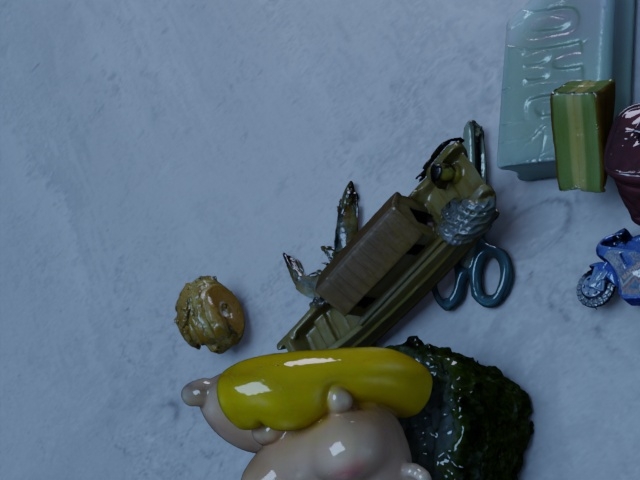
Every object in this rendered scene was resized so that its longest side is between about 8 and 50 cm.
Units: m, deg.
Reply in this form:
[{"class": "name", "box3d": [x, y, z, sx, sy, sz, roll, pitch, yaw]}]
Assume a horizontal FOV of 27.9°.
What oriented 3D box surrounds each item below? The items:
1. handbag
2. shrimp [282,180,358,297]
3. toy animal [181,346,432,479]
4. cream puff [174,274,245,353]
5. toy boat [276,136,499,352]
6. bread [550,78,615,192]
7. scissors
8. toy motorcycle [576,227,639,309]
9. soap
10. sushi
[{"class": "handbag", "box3d": [0.483, -0.105, 1.660, 0.225, 0.135, 0.146, -1, 52, 39]}, {"class": "shrimp", "box3d": [0.002, 0.001, 2.095, 0.147, 0.035, 0.195, -5, 75, 40]}, {"class": "toy animal", "box3d": [-0.033, 0.272, 1.670, 0.345, 0.277, 0.247, -12, 77, 35]}, {"class": "cream puff", "box3d": [-0.188, 0.127, 2.141, 0.104, 0.119, 0.133, -38, 88, 27]}, {"class": "toy boat", "box3d": [0.091, 0.047, 1.895, 0.445, 0.162, 0.136, -49, 53, 28]}, {"class": "bread", "box3d": [0.360, -0.141, 1.744, 0.074, 0.084, 0.139, 0, 108, 30]}, {"class": "scissors", "box3d": [0.225, -0.040, 1.921, 0.138, 0.041, 0.289, -6, 76, 37]}, {"class": "toy motorcycle", "box3d": [0.437, 0.034, 1.715, 0.205, 0.076, 0.114, -6, 66, 36]}, {"class": "soap", "box3d": [0.352, -0.238, 1.846, 0.172, 0.095, 0.290, -4, 74, 37]}, {"class": "sushi", "box3d": [0.122, 0.316, 1.807, 0.294, 0.178, 0.352, 6, 79, 41]}]
